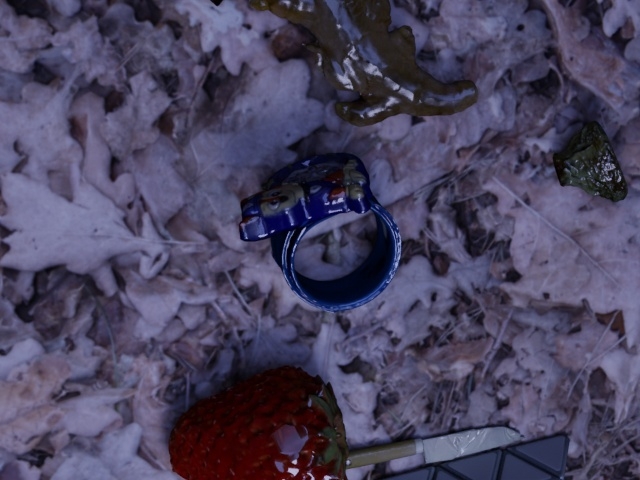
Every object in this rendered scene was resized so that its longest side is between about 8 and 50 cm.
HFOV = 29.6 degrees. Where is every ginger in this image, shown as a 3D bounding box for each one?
[{"bbox_3d":[0.050,-0.261,1.642,0.166,0.080,0.333,-42,111,13],"label":"ginger"}]

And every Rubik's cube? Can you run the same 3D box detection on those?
[{"bbox_3d":[0.253,0.424,1.752,0.228,0.233,0.228,-32,151,31],"label":"Rubik's cube"}]

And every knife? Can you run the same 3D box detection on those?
[{"bbox_3d":[0.161,0.308,1.781,0.297,0.017,0.047,-9,102,-14],"label":"knife"}]

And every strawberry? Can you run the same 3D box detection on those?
[{"bbox_3d":[-0.088,0.276,1.661,0.244,0.205,0.205,-8,101,12],"label":"strawberry"}]

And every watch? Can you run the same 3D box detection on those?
[{"bbox_3d":[0.006,-0.005,1.637,0.196,0.171,0.200,-18,113,4],"label":"watch"}]

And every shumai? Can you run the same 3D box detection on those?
[{"bbox_3d":[0.381,-0.101,1.729,0.087,0.099,0.124,-24,101,10],"label":"shumai"}]

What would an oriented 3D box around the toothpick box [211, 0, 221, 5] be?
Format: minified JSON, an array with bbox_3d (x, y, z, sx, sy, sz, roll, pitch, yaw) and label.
[{"bbox_3d":[-0.180,-0.472,1.511,0.308,0.187,0.190,41,90,-10],"label":"toothpick box"}]
